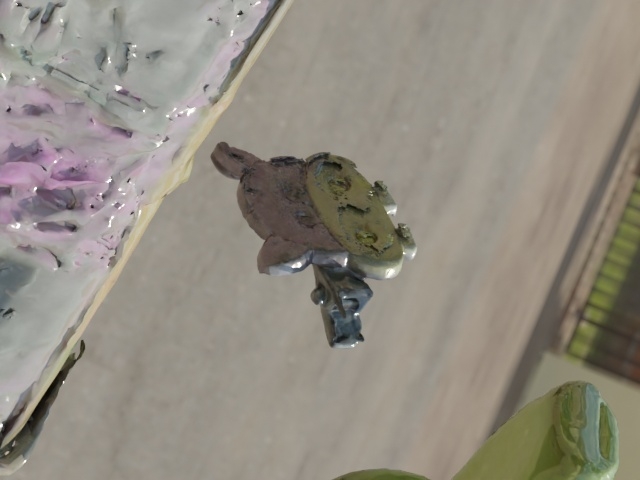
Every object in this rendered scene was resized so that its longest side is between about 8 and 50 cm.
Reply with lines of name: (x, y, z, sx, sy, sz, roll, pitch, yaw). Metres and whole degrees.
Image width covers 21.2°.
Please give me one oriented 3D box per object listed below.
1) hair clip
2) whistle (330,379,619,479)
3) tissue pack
hair clip: (0.003, -0.005, 1.307, 0.056, 0.146, 0.187, -59, -143, 43)
whistle: (0.022, 0.153, 0.611, 0.288, 0.106, 0.131, -55, -164, 36)
tissue pack: (-0.116, -0.095, 0.493, 0.123, 0.256, 0.215, 15, 121, -37)
